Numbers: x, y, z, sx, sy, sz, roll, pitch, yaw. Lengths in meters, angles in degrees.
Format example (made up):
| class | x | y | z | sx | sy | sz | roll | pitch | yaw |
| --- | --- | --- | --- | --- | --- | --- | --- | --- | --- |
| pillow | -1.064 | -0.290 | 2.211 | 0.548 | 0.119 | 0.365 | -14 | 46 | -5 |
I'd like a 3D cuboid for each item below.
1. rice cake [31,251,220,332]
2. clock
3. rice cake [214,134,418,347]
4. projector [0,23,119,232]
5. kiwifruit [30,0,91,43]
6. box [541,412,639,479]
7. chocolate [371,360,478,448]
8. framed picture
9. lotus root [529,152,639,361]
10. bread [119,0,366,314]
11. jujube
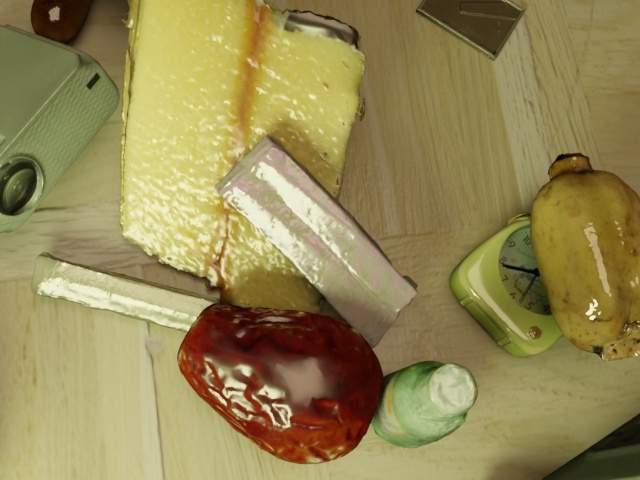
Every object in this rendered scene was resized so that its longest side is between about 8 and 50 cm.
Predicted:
| class | x | y | z | sx | sy | sz | roll | pitch | yaw |
| --- | --- | --- | --- | --- | --- | --- | --- | --- | --- |
| rice cake | -0.254 | 0.075 | 1.134 | 0.256 | 0.052 | 0.057 | 15 | 76 | -4 |
| clock | 0.315 | 0.042 | 1.223 | 0.232 | 0.069 | 0.170 | -40 | 83 | -18 |
| rice cake | 0.002 | 0.000 | 1.112 | 0.106 | 0.050 | 0.298 | -43 | 97 | 10 |
| projector | -0.412 | -0.147 | 1.106 | 0.198 | 0.108 | 0.250 | 22 | 68 | 30 |
| kiwifruit | -0.371 | -0.338 | 1.220 | 0.075 | 0.075 | 0.125 | 12 | 70 | -5 |
| box | 0.498 | 0.227 | 0.987 | 0.396 | 0.396 | 0.111 | -18 | 79 | -35 |
| chocolate | 0.127 | 0.195 | 1.036 | 0.110 | 0.291 | 0.110 | 1 | 74 | -5 |
| framed picture | 0.240 | -0.367 | 1.353 | 0.149 | 0.011 | 0.109 | 33 | 73 | 1 |
| lotus root | 0.367 | 0.016 | 1.127 | 0.160 | 0.146 | 0.284 | -2 | 71 | -29 |
| bread | -0.120 | -0.123 | 1.127 | 0.345 | 0.242 | 0.405 | 13 | 69 | -5 |
| jujube | -0.051 | 0.172 | 1.077 | 0.255 | 0.190 | 0.190 | 25 | 73 | 2 |
